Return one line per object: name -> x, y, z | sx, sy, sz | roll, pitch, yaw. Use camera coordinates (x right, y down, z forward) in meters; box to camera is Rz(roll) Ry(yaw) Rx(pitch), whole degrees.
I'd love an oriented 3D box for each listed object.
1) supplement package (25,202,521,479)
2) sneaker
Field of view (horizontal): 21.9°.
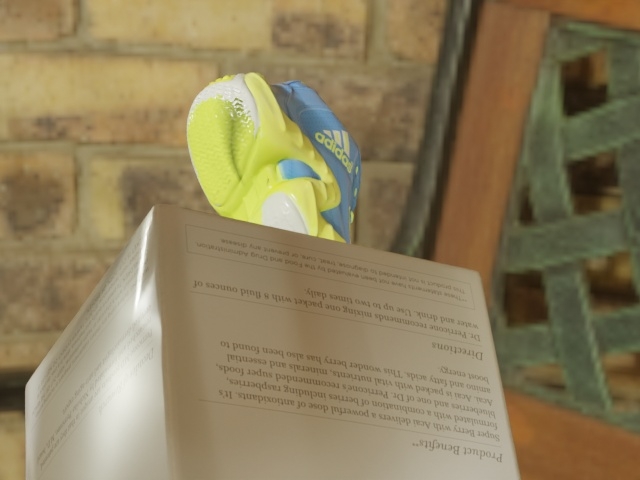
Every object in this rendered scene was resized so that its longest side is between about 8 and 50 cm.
supplement package -> -0.021, 0.163, 0.728 | 0.177, 0.175, 0.293 | 13, 51, -26
sneaker -> 0.000, 0.000, 1.079 | 0.091, 0.240, 0.126 | -10, 9, 37
